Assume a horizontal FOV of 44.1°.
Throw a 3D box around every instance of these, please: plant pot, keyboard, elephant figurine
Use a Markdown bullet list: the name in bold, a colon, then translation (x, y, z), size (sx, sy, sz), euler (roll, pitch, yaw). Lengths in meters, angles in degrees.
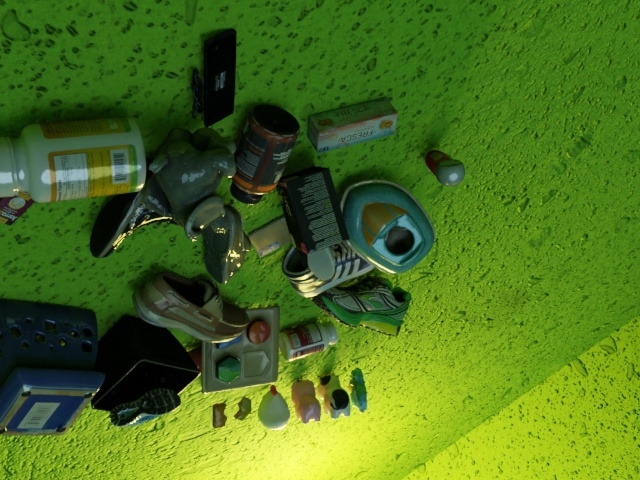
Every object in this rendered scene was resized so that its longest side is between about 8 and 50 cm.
- **plant pot**: translation (-0.431, 0.287, 1.863), size (0.187, 0.167, 0.188), euler (-43, 143, 18)
- **keyboard**: translation (-0.200, -0.294, 1.438), size (0.100, 0.038, 0.192), euler (-35, 150, -33)
- **plant pot**: translation (-0.616, 0.287, 1.700), size (0.236, 0.212, 0.236), euler (14, 126, -45)
- **elephant figurine**: translation (-0.240, -0.078, 1.480), size (0.186, 0.169, 0.239), euler (2, 124, -17)

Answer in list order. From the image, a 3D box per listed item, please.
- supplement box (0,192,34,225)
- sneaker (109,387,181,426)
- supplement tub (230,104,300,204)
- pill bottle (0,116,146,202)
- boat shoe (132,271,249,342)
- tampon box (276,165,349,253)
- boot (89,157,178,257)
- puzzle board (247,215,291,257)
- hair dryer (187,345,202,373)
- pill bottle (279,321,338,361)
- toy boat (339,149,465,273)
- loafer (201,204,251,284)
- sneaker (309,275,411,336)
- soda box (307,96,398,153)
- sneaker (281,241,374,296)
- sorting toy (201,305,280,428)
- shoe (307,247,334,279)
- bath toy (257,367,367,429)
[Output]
- **supplement box**: translation (-0.564, -0.074, 1.436), size (0.083, 0.043, 0.055), euler (-40, 144, 16)
- **sneaker**: translation (-0.404, 0.389, 1.829), size (0.162, 0.063, 0.073), euler (-14, 160, -13)
- **supplement tub**: translation (-0.120, -0.165, 1.575), size (0.106, 0.106, 0.197), euler (-2, 136, -33)
- **pill bottle**: translation (-0.438, -0.138, 1.365), size (0.246, 0.136, 0.136), euler (-9, 140, -25)
- **boat shoe**: translation (-0.280, 0.152, 1.846), size (0.116, 0.123, 0.324), euler (-47, 142, 20)
- **tampon box**: translation (-0.021, -0.067, 1.689), size (0.102, 0.120, 0.160), euler (-19, 101, -13)
- **boot**: translation (-0.337, -0.043, 1.586), size (0.179, 0.085, 0.236), euler (19, 116, -46)
- **puzzle board**: translation (-0.100, -0.016, 1.852), size (0.128, 0.011, 0.096), euler (-27, 146, -1)
- **hair dryer**: translation (-0.282, 0.350, 2.116), size (0.224, 0.080, 0.294), euler (-41, 142, 17)
- **pill bottle**: translation (-0.033, 0.275, 2.188), size (0.152, 0.086, 0.086), euler (-14, 142, -20)
- **toy boat**: translation (0.196, -0.078, 1.824), size (0.267, 0.148, 0.318), euler (39, 99, -23)
- **loafer**: translation (-0.205, -0.003, 1.746), size (0.087, 0.094, 0.251), euler (-39, 162, -30)
- **sneaker**: translation (0.103, 0.150, 2.121), size (0.344, 0.134, 0.146), euler (17, 102, -42)
- **soda box**: translation (0.067, -0.241, 1.650), size (0.183, 0.058, 0.063), euler (-16, 142, -17)
- **sneaker**: translation (0.037, 0.032, 1.929), size (0.282, 0.099, 0.153), euler (-30, 146, 7)
- **sorting toy**: translation (-0.201, 0.328, 2.038), size (0.229, 0.041, 0.307), euler (-5, 102, -33)
- **shoe**: translation (0.000, 0.000, 1.830), size (0.064, 0.081, 0.177), euler (-7, 120, 25)
- **bath toy**: translation (-0.028, 0.476, 2.407), size (0.349, 0.151, 0.128), euler (-7, 100, -24)
